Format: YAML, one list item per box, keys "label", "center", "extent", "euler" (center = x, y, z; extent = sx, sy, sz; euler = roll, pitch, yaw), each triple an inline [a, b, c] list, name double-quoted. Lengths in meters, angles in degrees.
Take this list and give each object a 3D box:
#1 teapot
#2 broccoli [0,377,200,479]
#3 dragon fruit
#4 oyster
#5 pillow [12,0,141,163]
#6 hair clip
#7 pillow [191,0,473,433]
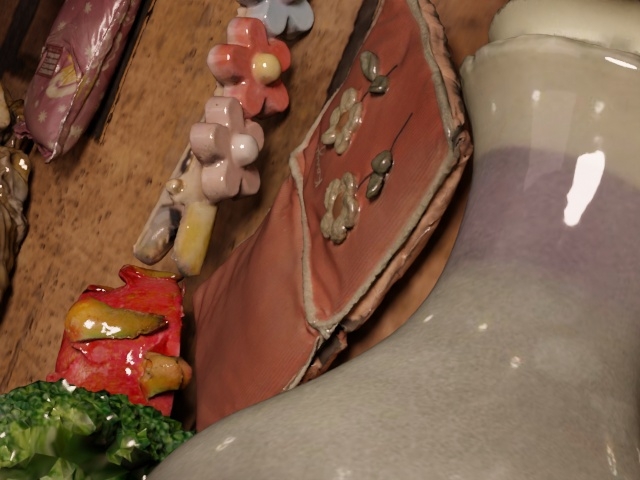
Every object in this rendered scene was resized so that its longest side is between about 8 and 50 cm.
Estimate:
- label: "teapot"
  center: [0.054, 0.053, 0.525]
  extent: [0.183, 0.183, 0.251]
  euler: [-10, 53, 61]
- label: "broccoli"
  center: [-0.098, 0.178, 0.651]
  extent: [0.269, 0.241, 0.261]
  euler: [62, -139, -63]
- label: "dragon fruit"
  center: [-0.109, 0.068, 0.906]
  extent: [0.126, 0.068, 0.112]
  euler: [-102, 22, -61]
- label: "oyster"
  center: [-0.257, -0.032, 1.281]
  extent: [0.161, 0.107, 0.233]
  euler: [-30, 64, 46]
- label: "pillow"
  center: [-0.161, -0.142, 1.214]
  extent: [0.185, 0.043, 0.118]
  euler: [-63, 27, -1]
- label: "hair clip"
  center: [-0.042, -0.080, 0.908]
  extent: [0.056, 0.062, 0.214]
  euler: [6, 67, 40]
- label: "pillow"
  center: [0.000, 0.000, 0.796]
  extent: [0.232, 0.043, 0.126]
  euler: [-55, 26, 32]
